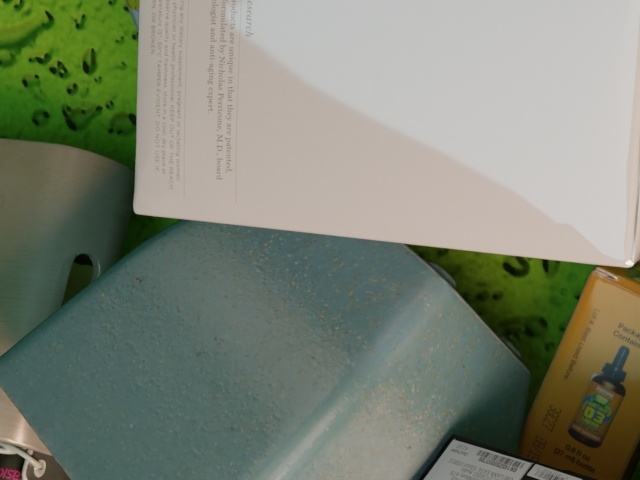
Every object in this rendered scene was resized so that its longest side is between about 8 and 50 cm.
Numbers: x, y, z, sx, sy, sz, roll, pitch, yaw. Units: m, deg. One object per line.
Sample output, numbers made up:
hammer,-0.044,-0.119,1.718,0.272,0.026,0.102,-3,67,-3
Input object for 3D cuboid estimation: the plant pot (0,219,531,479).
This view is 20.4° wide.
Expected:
plant pot,-0.011,0.110,1.167,0.252,0.248,0.247,-46,47,-1

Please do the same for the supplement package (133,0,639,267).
supplement package,0.061,-0.095,1.023,0.293,0.177,0.175,6,101,21

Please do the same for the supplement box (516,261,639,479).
supplement box,0.181,0.129,1.199,0.078,0.080,0.233,28,110,18

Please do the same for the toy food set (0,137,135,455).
toy food set,-0.288,0.035,1.354,0.306,0.092,0.220,6,75,32

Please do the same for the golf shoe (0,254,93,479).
golf shoe,-0.202,0.139,1.356,0.105,0.120,0.273,3,98,26

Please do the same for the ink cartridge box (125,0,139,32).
ink cartridge box,-0.019,-0.207,1.206,0.226,0.131,0.306,-22,90,25

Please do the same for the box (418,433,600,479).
box,0.227,0.253,1.044,0.293,0.073,0.295,14,150,54
